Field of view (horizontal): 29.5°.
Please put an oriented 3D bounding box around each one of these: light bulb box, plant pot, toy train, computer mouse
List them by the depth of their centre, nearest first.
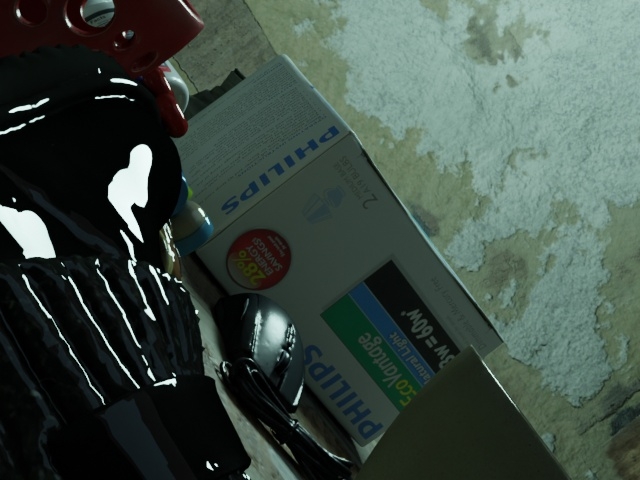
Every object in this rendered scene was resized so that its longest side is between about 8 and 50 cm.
[{"bbox_3d":[0.105,0.236,0.777,0.284,0.191,0.284,53,4,-5],"label":"plant pot"},{"bbox_3d":[-0.206,-0.175,0.856,0.191,0.174,0.191,54,3,-4],"label":"plant pot"},{"bbox_3d":[-0.024,0.138,1.167,0.184,0.060,0.262,52,4,-14],"label":"computer mouse"},{"bbox_3d":[-0.173,-0.090,1.191,0.143,0.105,0.248,63,-2,-28],"label":"toy train"},{"bbox_3d":[0.000,0.000,1.541,0.358,0.225,0.361,52,2,-27],"label":"light bulb box"}]

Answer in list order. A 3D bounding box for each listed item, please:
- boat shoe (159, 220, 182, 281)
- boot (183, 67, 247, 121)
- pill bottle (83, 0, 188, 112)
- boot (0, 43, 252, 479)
[{"bbox_3d":[-0.153,-0.014,0.966,0.178,0.064,0.060,64,4,38],"label":"boat shoe"},{"bbox_3d":[-0.171,-0.191,1.689,0.246,0.161,0.083,53,2,-8],"label":"boot"},{"bbox_3d":[-0.236,-0.204,1.369,0.180,0.108,0.108,55,3,24],"label":"pill bottle"},{"bbox_3d":[-0.079,0.058,0.491,0.260,0.131,0.348,47,14,1],"label":"boot"}]
